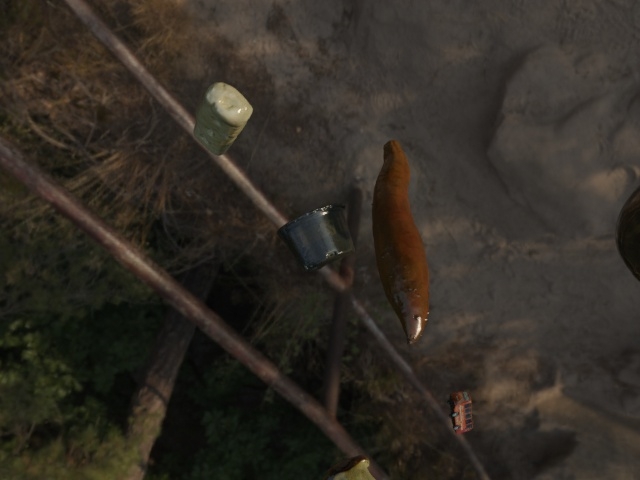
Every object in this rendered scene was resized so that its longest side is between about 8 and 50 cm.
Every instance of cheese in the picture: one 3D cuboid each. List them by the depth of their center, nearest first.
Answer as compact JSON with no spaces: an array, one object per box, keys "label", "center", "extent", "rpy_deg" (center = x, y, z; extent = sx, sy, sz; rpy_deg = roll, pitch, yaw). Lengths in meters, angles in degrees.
[{"label":"cheese","center":[-0.136,-0.161,0.809],"extent":[0.065,0.043,0.194],"rpy_deg":[45,166,-8]}]

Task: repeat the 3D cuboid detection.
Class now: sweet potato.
[{"label":"sweet potato","center":[0.085,-0.009,0.671],"extent":[0.057,0.265,0.057],"rpy_deg":[-3,148,-2]}]

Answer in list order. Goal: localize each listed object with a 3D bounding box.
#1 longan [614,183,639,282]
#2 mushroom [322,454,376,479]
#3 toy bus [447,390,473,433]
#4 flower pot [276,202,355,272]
[{"label":"longan","center":[0.681,0.003,1.084],"extent":[0.296,0.298,0.297],"rpy_deg":[6,144,4]},{"label":"mushroom","center":[0.130,0.540,1.082],"extent":[0.333,0.107,0.087],"rpy_deg":[51,171,11]},{"label":"toy bus","center":[0.265,0.324,1.136],"extent":[0.043,0.031,0.110],"rpy_deg":[-15,134,1]},{"label":"flower pot","center":[0.000,0.000,1.256],"extent":[0.157,0.107,0.157],"rpy_deg":[-24,170,-5]}]
